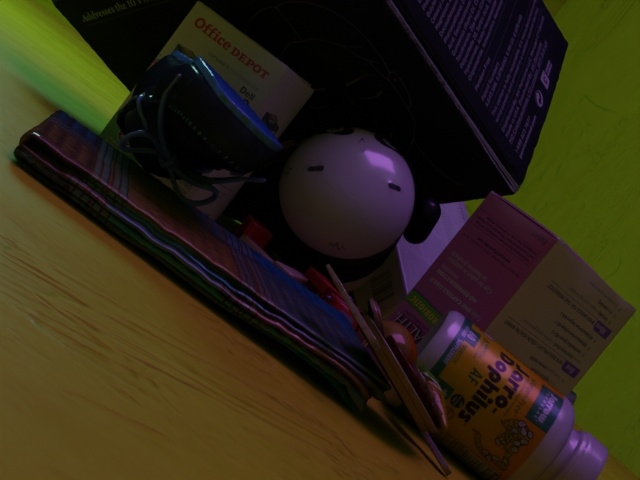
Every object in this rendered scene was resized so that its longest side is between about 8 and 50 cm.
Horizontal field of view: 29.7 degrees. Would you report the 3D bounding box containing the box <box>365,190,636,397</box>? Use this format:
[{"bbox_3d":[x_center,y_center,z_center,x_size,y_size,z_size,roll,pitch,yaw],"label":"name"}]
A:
[{"bbox_3d":[0.204,0.106,1.376,0.213,0.243,0.117,34,5,-46],"label":"box"}]

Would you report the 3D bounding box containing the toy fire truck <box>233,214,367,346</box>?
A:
[{"bbox_3d":[-0.025,0.049,1.381,0.135,0.047,0.192,36,5,-28],"label":"toy fire truck"}]

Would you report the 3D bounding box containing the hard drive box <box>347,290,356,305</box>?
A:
[{"bbox_3d":[0.000,0.000,1.983,0.232,0.089,0.181,38,3,-5],"label":"hard drive box"}]

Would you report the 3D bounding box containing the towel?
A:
[{"bbox_3d":[-0.109,0.010,1.110,0.370,0.040,0.271,36,4,-11],"label":"towel"}]

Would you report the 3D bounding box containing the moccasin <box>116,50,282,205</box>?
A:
[{"bbox_3d":[-0.127,-0.101,1.187,0.138,0.117,0.342,49,-4,-16],"label":"moccasin"}]

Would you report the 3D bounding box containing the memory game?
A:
[{"bbox_3d":[-0.077,-0.082,1.544,0.012,0.186,0.186,63,9,13],"label":"memory game"}]

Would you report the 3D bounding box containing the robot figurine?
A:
[{"bbox_3d":[0.020,-0.035,1.520,0.173,0.209,0.278,56,-18,10],"label":"robot figurine"}]

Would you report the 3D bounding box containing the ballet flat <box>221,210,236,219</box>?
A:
[{"bbox_3d":[-0.182,-0.106,1.661,0.231,0.077,0.077,36,-14,-3],"label":"ballet flat"}]

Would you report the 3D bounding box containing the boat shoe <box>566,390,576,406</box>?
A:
[{"bbox_3d":[0.344,0.269,2.096,0.118,0.103,0.320,18,3,-14],"label":"boat shoe"}]

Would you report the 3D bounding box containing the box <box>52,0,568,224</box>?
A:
[{"bbox_3d":[-0.004,-0.290,1.616,0.480,0.297,0.472,-6,-42,38],"label":"box"}]

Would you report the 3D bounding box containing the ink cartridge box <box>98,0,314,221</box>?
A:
[{"bbox_3d":[-0.135,-0.145,1.408,0.154,0.212,0.093,40,4,21],"label":"ink cartridge box"}]

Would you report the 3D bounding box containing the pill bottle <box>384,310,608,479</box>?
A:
[{"bbox_3d":[0.177,0.176,1.204,0.208,0.117,0.117,39,3,2],"label":"pill bottle"}]

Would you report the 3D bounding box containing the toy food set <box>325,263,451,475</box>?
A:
[{"bbox_3d":[0.075,0.108,1.060,0.192,0.038,0.132,60,-1,-37],"label":"toy food set"}]

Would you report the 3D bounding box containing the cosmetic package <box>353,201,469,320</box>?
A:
[{"bbox_3d":[0.148,0.016,1.873,0.284,0.097,0.377,33,35,-41],"label":"cosmetic package"}]
